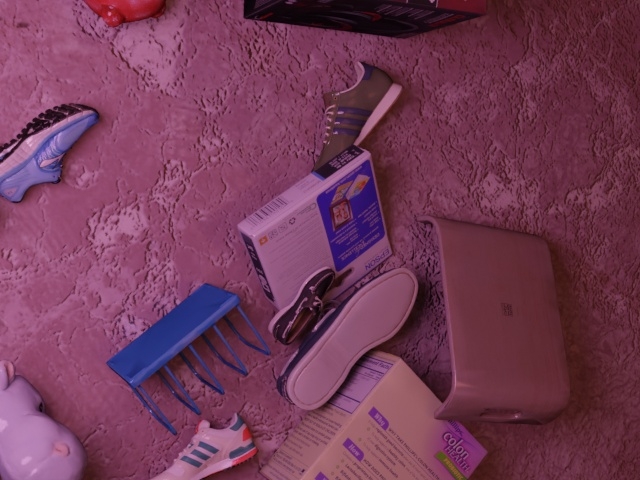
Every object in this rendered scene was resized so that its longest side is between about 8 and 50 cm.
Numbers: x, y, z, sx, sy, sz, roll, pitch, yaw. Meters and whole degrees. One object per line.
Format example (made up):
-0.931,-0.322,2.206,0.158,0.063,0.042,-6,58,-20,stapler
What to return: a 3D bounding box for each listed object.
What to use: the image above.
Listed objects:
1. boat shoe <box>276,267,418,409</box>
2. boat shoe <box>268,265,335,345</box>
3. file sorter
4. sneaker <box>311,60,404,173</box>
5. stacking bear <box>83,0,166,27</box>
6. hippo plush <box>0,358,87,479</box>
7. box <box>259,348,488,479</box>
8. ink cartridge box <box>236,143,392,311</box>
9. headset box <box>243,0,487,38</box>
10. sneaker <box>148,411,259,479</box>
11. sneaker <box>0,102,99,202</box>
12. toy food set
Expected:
0.037,0.134,1.290,0.095,0.079,0.254,45,76,-22,boat shoe
-0.019,0.091,1.249,0.125,0.038,0.046,-46,142,-6,boat shoe
-0.168,0.154,1.173,0.170,0.118,0.105,-39,110,-19,file sorter
0.030,-0.173,1.289,0.086,0.064,0.192,40,80,-7,sneaker
-0.258,-0.407,1.086,0.175,0.164,0.289,-39,125,-56,stacking bear
-0.409,0.280,1.049,0.294,0.234,0.236,34,51,19,hippo plush
0.078,0.318,1.295,0.213,0.117,0.243,47,74,-19,box
0.000,0.000,1.265,0.206,0.045,0.208,-36,137,-19,ink cartridge box
0.070,-0.350,1.208,0.293,0.218,0.110,1,93,-26,headset box
-0.167,0.286,1.220,0.161,0.057,0.075,-19,83,-22,sneaker
-0.340,-0.109,1.123,0.162,0.063,0.073,-41,126,-14,sneaker
0.247,0.115,1.344,0.219,0.092,0.306,10,65,-30,toy food set
